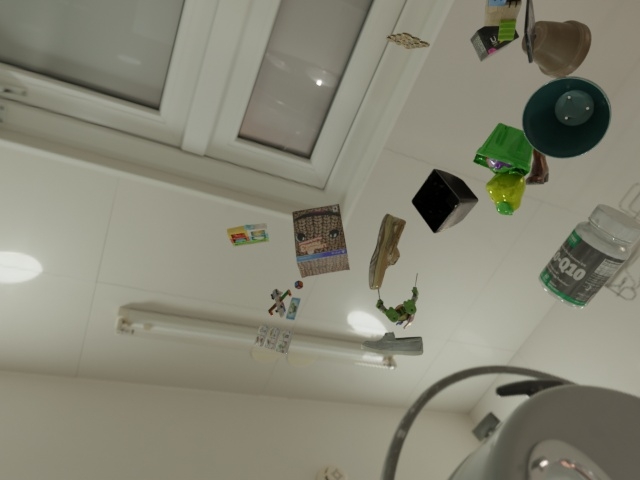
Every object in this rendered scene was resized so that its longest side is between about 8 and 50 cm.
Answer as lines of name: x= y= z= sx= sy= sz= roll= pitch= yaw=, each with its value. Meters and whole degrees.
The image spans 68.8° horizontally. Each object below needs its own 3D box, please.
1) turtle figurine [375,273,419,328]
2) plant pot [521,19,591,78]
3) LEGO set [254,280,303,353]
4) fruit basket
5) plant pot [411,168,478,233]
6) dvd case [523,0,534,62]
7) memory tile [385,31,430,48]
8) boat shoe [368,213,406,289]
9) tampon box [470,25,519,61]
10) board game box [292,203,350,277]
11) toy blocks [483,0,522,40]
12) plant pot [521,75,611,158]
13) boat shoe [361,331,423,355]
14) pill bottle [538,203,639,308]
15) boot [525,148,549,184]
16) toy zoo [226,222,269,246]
turtle figurine: x=0.361 y=0.282 z=2.211 sx=0.197 sy=0.275 sz=0.266 roll=8 pitch=179 yaw=6
plant pot: x=1.091 y=-0.931 z=2.212 sx=0.229 sy=0.263 sz=0.263 roll=10 pitch=-150 yaw=-24
LEGO set: x=-0.124 y=0.254 z=1.588 sx=0.060 sy=0.245 sz=0.182 roll=28 pitch=162 yaw=-37
fruit basket: x=0.840 y=-0.318 z=2.177 sx=0.282 sy=0.392 sz=0.392 roll=24 pitch=-155 yaw=14
plant pot: x=0.517 y=-0.160 z=1.886 sx=0.166 sy=0.187 sz=0.188 roll=-4 pitch=-129 yaw=-32
dvd case: x=0.827 y=-0.841 z=1.843 sx=0.018 sy=0.221 sz=0.164 roll=1 pitch=154 yaw=31
memory tile: x=0.301 y=-0.691 z=1.624 sx=0.113 sy=0.012 sz=0.148 roll=14 pitch=-168 yaw=-25
boat shoe: x=0.289 y=0.054 z=1.995 sx=0.110 sy=0.341 sz=0.121 roll=17 pitch=167 yaw=-5
tampon box: x=0.648 y=-0.757 z=1.752 sx=0.102 sy=0.120 sz=0.161 roll=59 pitch=-166 yaw=-7
board game box: x=0.000 y=0.000 z=2.177 sx=0.231 sy=0.141 sz=0.291 roll=-10 pitch=-125 yaw=3
toy blocks: x=0.562 y=-0.840 z=1.397 sx=0.190 sy=0.382 sz=0.261 roll=6 pitch=-177 yaw=14
plant pot: x=0.930 y=-0.474 z=1.746 sx=0.290 sy=0.290 sz=0.195 roll=35 pitch=-138 yaw=19
boat shoe: x=0.263 y=0.373 z=1.714 sx=0.227 sy=0.081 sz=0.079 roll=2 pitch=177 yaw=4
pill bottle: x=1.004 y=0.059 z=1.745 sx=0.204 sy=0.361 sz=0.204 roll=17 pitch=-150 yaw=-10
boot: x=1.124 y=-0.432 z=2.422 sx=0.264 sy=0.281 sz=0.096 roll=-16 pitch=-166 yaw=-42
toy zoo: x=-0.355 y=-0.031 z=2.310 sx=0.192 sy=0.293 sz=0.030 roll=-9 pitch=-104 yaw=-5
